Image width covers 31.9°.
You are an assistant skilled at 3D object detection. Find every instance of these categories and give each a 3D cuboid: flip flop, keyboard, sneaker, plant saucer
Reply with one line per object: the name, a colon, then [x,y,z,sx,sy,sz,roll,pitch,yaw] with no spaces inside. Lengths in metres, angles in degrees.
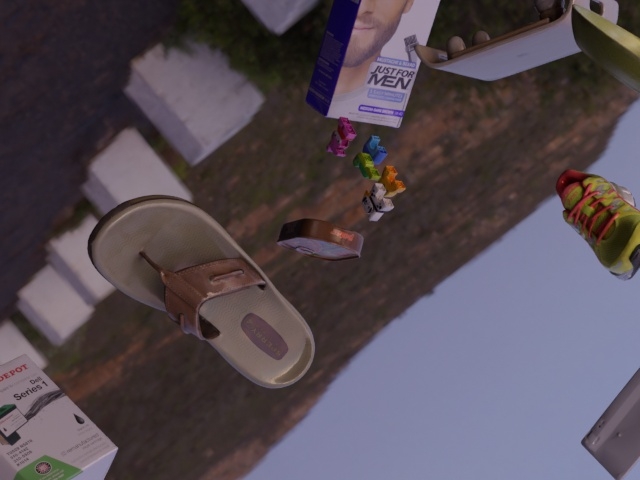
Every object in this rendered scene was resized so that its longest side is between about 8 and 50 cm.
flip flop: [-0.102,0.058,1.087,0.112,0.277,0.080,-46,-152,-1]
keyboard: [0.415,0.182,1.373,0.014,0.072,0.256,-2,130,-52]
sneaker: [0.314,-0.024,1.267,0.081,0.094,0.208,-57,-167,15]
plant saucer: [0.379,-0.190,1.277,0.037,0.241,0.241,-58,176,20]

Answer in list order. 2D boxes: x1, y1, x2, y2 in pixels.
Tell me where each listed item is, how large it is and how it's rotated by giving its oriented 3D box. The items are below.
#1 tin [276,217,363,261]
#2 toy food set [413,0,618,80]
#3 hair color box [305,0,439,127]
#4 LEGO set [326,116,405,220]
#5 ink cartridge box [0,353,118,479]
tin: [0.000,0.000,1.742,0.189,0.106,0.040,-11,-122,69]
toy food set: [0.345,-0.367,1.965,0.306,0.093,0.219,-16,172,32]
hair color box: [0.111,-0.408,2.251,0.110,0.185,0.339,41,-59,52]
LEGO set: [0.087,-0.116,2.120,0.087,0.227,0.093,5,137,-37]
ink cartridge box: [-0.436,0.291,1.651,0.160,0.219,0.093,-28,154,-51]
